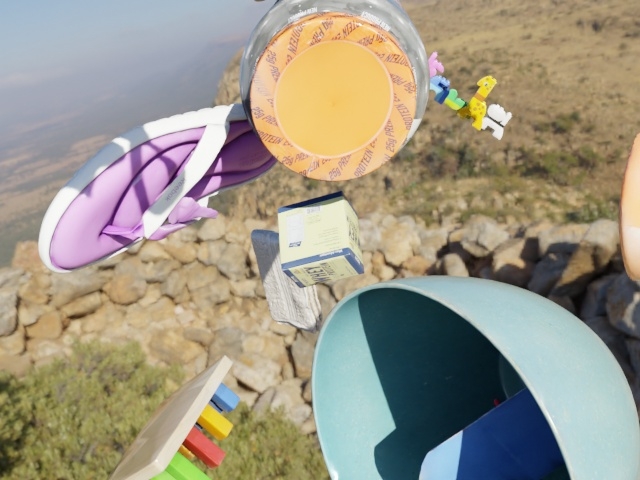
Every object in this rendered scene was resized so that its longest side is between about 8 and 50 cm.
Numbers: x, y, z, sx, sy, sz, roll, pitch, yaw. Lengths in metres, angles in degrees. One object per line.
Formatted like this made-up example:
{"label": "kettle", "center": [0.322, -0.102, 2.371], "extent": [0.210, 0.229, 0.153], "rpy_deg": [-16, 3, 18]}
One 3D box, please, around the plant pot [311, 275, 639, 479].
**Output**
{"label": "plant pot", "center": [0.156, 0.156, 0.586], "extent": [0.195, 0.290, 0.290], "rpy_deg": [-14, 16, -34]}

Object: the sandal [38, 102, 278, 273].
{"label": "sandal", "center": [-0.161, -0.078, 0.855], "extent": [0.102, 0.169, 0.416], "rpy_deg": [34, 47, 22]}

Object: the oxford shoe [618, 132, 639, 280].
{"label": "oxford shoe", "center": [0.366, -0.103, 0.584], "extent": [0.133, 0.130, 0.363], "rpy_deg": [1, 49, 38]}

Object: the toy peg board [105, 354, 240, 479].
{"label": "toy peg board", "center": [-0.161, 0.242, 0.784], "extent": [0.161, 0.079, 0.160], "rpy_deg": [-38, 13, 39]}

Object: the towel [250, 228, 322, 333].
{"label": "towel", "center": [-0.091, 0.106, 1.741], "extent": [0.187, 0.282, 0.049], "rpy_deg": [7, 29, 46]}

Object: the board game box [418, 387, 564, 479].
{"label": "board game box", "center": [0.159, 0.175, 0.589], "extent": [0.169, 0.133, 0.033], "rpy_deg": [-37, 37, 8]}

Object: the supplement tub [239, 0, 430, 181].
{"label": "supplement tub", "center": [0.018, -0.205, 0.793], "extent": [0.207, 0.207, 0.338], "rpy_deg": [-11, 26, 7]}

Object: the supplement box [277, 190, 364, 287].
{"label": "supplement box", "center": [0.000, 0.000, 0.773], "extent": [0.083, 0.056, 0.083], "rpy_deg": [-14, 60, 16]}

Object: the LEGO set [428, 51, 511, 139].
{"label": "LEGO set", "center": [0.285, -0.291, 1.295], "extent": [0.093, 0.227, 0.087], "rpy_deg": [-55, 3, 22]}
